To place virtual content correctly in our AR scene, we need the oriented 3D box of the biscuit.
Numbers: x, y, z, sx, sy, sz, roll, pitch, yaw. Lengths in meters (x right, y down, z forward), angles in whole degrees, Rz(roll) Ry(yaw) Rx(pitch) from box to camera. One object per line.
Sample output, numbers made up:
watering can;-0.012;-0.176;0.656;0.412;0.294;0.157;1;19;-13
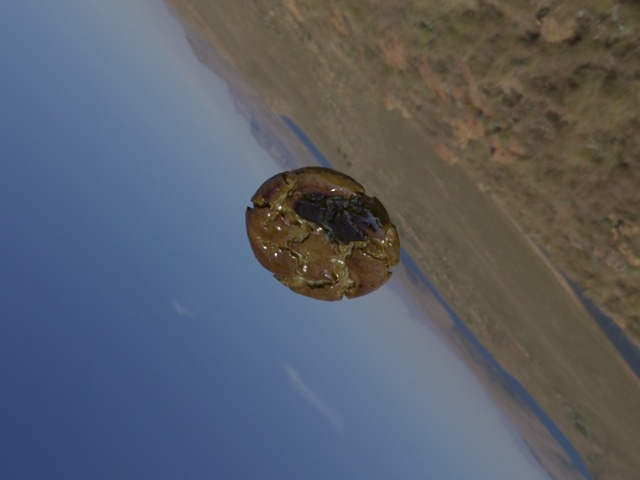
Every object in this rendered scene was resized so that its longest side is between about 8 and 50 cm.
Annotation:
biscuit;0.000;0.000;0.925;0.226;0.226;0.042;49;-140;-22
